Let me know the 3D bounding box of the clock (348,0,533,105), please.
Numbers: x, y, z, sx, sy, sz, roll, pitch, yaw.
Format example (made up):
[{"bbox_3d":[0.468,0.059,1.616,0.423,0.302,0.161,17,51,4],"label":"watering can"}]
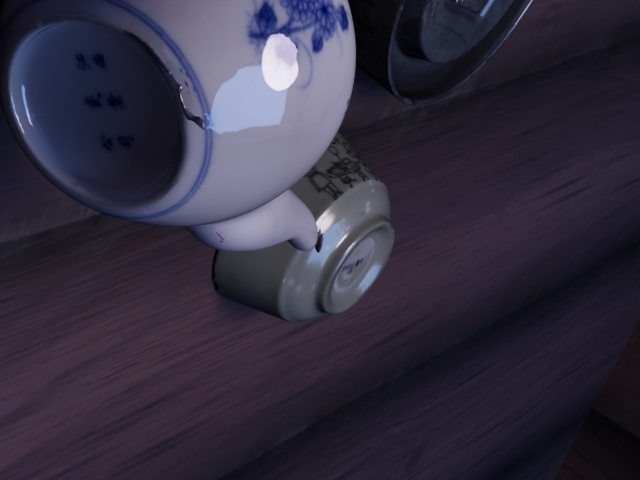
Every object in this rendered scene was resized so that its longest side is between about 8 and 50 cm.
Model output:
[{"bbox_3d":[0.146,-0.285,1.744,0.319,0.066,0.319,-43,155,-26],"label":"clock"}]

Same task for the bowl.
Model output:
[{"bbox_3d":[0.000,0.000,1.796,0.211,0.112,0.211,-44,154,-28],"label":"bowl"}]

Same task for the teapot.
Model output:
[{"bbox_3d":[-0.087,-0.151,1.224,0.280,0.252,0.424,-49,130,-48],"label":"teapot"}]
